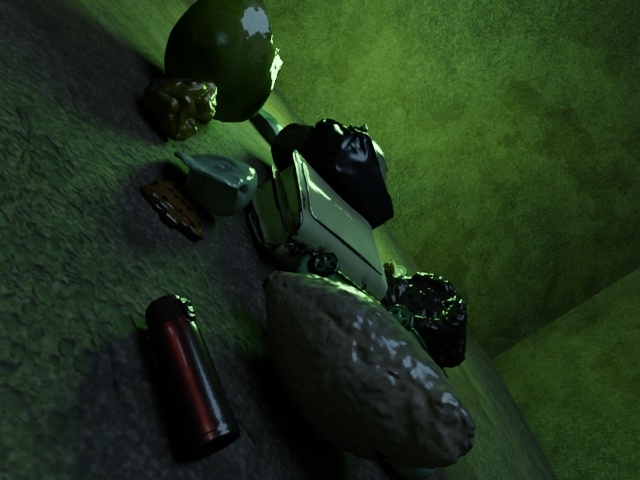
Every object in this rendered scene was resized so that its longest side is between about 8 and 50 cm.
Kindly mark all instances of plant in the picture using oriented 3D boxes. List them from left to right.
[{"bbox_3d":[0.252,0.251,1.243,0.215,0.213,0.313,-111,-163,-45],"label":"plant"}]

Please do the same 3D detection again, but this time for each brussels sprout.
[{"bbox_3d":[-0.218,-0.431,1.156,0.268,0.344,0.344,40,13,2],"label":"brussels sprout"}]

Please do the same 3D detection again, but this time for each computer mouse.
[{"bbox_3d":[-0.191,-0.429,1.750,0.229,0.068,0.113,52,11,-6],"label":"computer mouse"}]

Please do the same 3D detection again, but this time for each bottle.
[{"bbox_3d":[-0.135,0.131,0.488,0.164,0.060,0.060,59,14,28],"label":"bottle"}]

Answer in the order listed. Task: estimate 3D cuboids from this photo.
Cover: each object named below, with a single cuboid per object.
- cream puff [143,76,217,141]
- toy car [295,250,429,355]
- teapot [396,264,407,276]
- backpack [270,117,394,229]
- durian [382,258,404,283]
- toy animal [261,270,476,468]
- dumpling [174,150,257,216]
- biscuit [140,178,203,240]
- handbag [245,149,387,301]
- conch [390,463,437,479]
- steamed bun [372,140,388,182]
[{"bbox_3d":[-0.270,-0.259,0.941,0.146,0.146,0.116,-86,176,-71],"label":"cream puff"},{"bbox_3d":[0.052,0.146,0.872,0.305,0.125,0.136,39,-24,32],"label":"toy car"},{"bbox_3d":[0.301,0.171,1.915,0.092,0.124,0.091,11,-39,40],"label":"teapot"},{"bbox_3d":[0.022,-0.208,1.436,0.445,0.254,0.364,35,-24,46],"label":"backpack"},{"bbox_3d":[0.231,0.184,1.460,0.250,0.137,0.183,51,-25,47],"label":"durian"},{"bbox_3d":[0.040,0.182,0.682,0.358,0.188,0.227,46,-21,25],"label":"toy animal"},{"bbox_3d":[-0.189,-0.098,0.853,0.219,0.152,0.108,-171,-94,-82],"label":"dumpling"},{"bbox_3d":[-0.227,-0.059,0.758,0.119,0.019,0.130,47,14,-26],"label":"biscuit"},{"bbox_3d":[0.000,0.000,1.103,0.358,0.160,0.237,39,24,-44],"label":"handbag"},{"bbox_3d":[0.142,0.324,0.881,0.221,0.120,0.185,56,-17,34],"label":"conch"},{"bbox_3d":[0.081,-0.264,1.839,0.309,0.309,0.309,49,13,-16],"label":"steamed bun"}]
